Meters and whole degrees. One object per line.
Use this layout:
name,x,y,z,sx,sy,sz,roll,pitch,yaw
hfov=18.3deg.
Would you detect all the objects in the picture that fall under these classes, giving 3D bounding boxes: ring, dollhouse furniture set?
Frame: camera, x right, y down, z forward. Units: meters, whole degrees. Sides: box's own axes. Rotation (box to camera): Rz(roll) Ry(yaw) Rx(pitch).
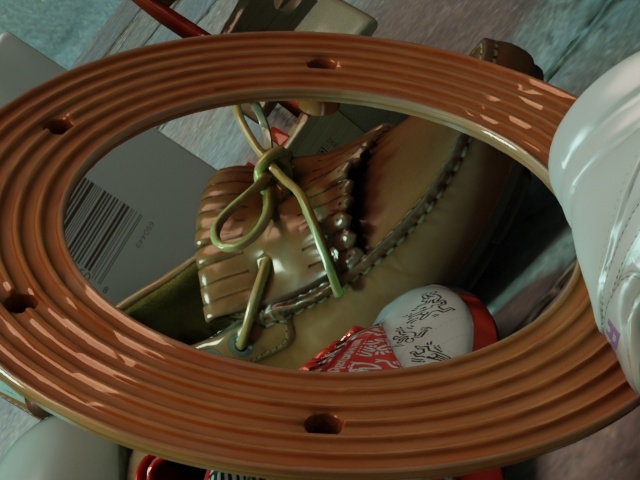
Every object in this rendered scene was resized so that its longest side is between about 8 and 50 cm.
ring,0.000,0.000,0.852,0.336,0.336,0.032,-76,-8,-55
dollhouse furniture set,-0.061,-0.126,1.359,0.259,0.262,0.135,35,90,43

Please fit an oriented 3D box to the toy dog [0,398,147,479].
toy dog,-0.169,0.160,1.013,0.220,0.161,0.333,-28,9,17

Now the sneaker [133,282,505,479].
sneaker,0.000,0.076,0.874,0.270,0.145,0.090,-90,20,-64

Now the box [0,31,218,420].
box,-0.207,0.006,1.402,0.168,0.215,0.345,-60,13,-14

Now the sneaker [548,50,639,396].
sneaker,0.212,-0.044,0.696,0.305,0.114,0.152,-40,38,37

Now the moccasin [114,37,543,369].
moccasin,-0.022,0.008,1.101,0.380,0.147,0.139,-37,22,42
